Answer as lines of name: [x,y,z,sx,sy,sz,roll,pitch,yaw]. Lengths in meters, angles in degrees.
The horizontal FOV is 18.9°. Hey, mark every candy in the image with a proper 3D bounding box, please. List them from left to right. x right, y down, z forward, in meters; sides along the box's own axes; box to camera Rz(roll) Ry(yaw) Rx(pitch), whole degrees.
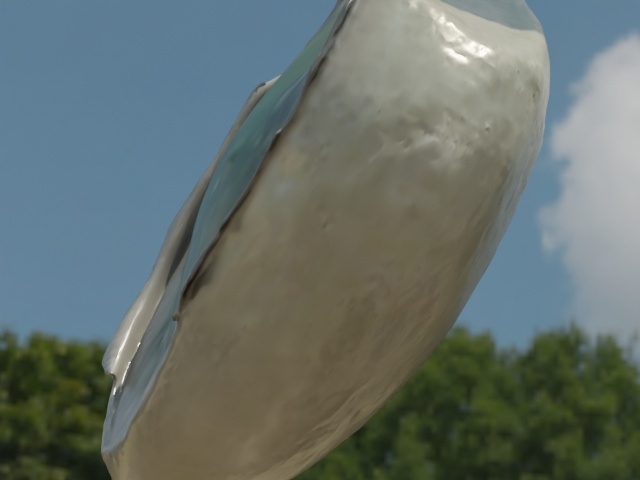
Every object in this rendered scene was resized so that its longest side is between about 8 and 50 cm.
candy: [0.000,0.000,1.271,0.186,0.427,0.386,34,5,-11]
